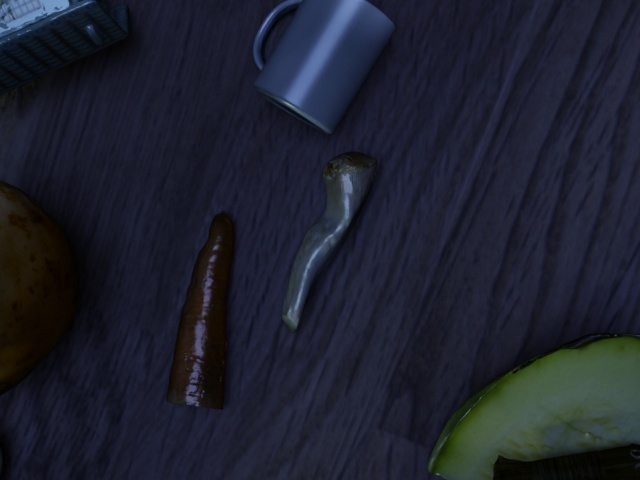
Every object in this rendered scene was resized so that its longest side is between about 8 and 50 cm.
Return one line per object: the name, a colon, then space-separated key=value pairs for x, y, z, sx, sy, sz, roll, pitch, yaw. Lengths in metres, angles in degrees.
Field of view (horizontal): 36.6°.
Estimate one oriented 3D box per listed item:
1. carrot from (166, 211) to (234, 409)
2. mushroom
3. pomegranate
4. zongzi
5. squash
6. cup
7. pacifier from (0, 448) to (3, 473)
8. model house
carrot: x=-0.119 y=0.072 z=1.022 sx=0.061 sy=0.061 sz=0.210 roll=7 pitch=84 yaw=7
mushroom: x=0.000 y=0.001 z=1.005 sx=0.054 sy=0.059 sz=0.202 roll=23 pitch=92 yaw=10
pomegranate: x=-0.367 y=0.048 z=0.966 sx=0.248 sy=0.248 sz=0.248 roll=0 pitch=88 yaw=7
zongzi: x=0.272 y=0.278 z=0.920 sx=0.187 sy=0.084 sz=0.184 roll=-12 pitch=120 yaw=20
squash: x=0.242 y=0.179 z=0.925 sx=0.236 sy=0.155 sz=0.204 roll=15 pitch=88 yaw=5
cup: x=-0.003 y=-0.193 z=1.006 sx=0.099 sy=0.136 sz=0.133 roll=29 pitch=92 yaw=-27
pacifier: x=-0.398 y=0.294 z=0.981 sx=0.299 sy=0.244 sz=0.233 roll=10 pitch=59 yaw=6
model house: x=-0.342 y=-0.262 z=0.986 sx=0.224 sy=0.198 sz=0.215 roll=-23 pitch=98 yaw=4
